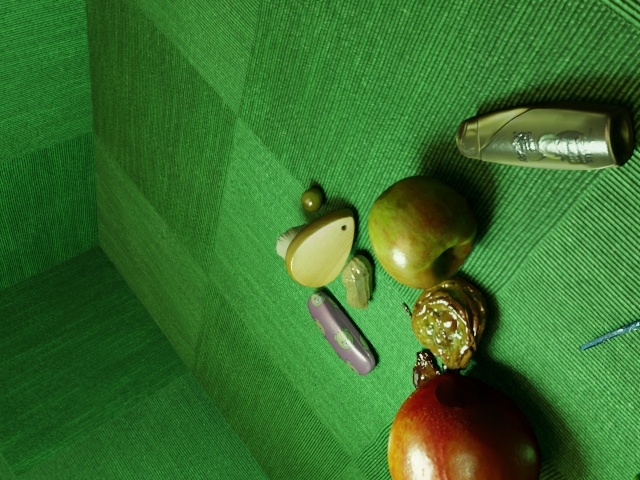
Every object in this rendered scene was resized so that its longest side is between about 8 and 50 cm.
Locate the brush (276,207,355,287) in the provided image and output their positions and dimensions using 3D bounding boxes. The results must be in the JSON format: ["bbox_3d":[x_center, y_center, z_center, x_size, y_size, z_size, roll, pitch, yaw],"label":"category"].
[{"bbox_3d":[0.000,0.000,1.957,0.174,0.266,0.166,34,-167,-25],"label":"brush"}]

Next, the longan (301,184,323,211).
[{"bbox_3d":[-0.024,-0.127,1.983,0.075,0.075,0.083,135,145,-58],"label":"longan"}]

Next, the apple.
[{"bbox_3d":[0.228,-0.025,1.534,0.226,0.246,0.246,47,147,35],"label":"apple"}]

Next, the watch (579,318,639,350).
[{"bbox_3d":[0.660,0.200,1.267,0.276,0.068,0.274,38,147,32],"label":"watch"}]

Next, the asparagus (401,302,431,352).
[{"bbox_3d":[0.275,0.249,1.897,0.016,0.013,0.166,-29,90,48],"label":"asparagus"}]

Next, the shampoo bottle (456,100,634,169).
[{"bbox_3d":[0.412,-0.200,1.273,0.350,0.084,0.125,13,127,52],"label":"shampoo bottle"}]

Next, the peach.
[{"bbox_3d":[0.353,0.522,1.679,0.388,0.388,0.388,35,140,36],"label":"peach"}]

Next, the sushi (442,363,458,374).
[{"bbox_3d":[0.359,0.360,1.833,0.044,0.046,0.083,24,133,44],"label":"sushi"}]

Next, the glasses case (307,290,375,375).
[{"bbox_3d":[0.065,0.304,2.181,0.316,0.076,0.123,52,147,14],"label":"glasses case"}]

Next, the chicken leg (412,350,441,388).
[{"bbox_3d":[0.307,0.403,1.947,0.093,0.053,0.205,21,136,28],"label":"chicken leg"}]

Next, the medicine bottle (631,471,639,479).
[{"bbox_3d":[0.763,0.587,1.353,0.274,0.133,0.133,24,133,45],"label":"medicine bottle"}]

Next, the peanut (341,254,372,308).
[{"bbox_3d":[0.109,0.127,1.963,0.083,0.093,0.194,-94,3,-55],"label":"peanut"}]

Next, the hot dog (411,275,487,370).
[{"bbox_3d":[0.327,0.222,1.700,0.196,0.122,0.272,41,142,27],"label":"hot dog"}]
